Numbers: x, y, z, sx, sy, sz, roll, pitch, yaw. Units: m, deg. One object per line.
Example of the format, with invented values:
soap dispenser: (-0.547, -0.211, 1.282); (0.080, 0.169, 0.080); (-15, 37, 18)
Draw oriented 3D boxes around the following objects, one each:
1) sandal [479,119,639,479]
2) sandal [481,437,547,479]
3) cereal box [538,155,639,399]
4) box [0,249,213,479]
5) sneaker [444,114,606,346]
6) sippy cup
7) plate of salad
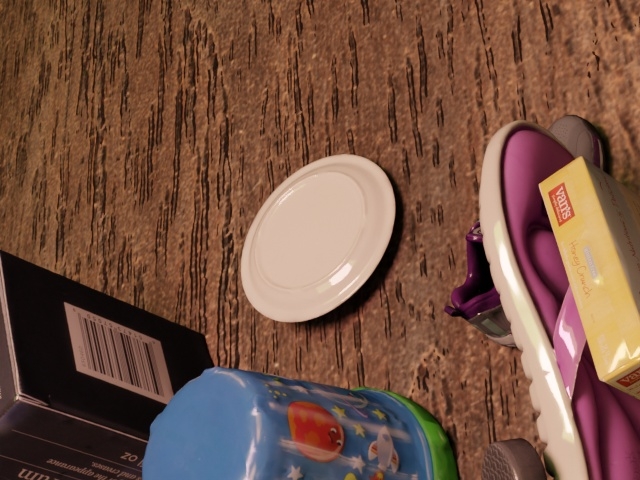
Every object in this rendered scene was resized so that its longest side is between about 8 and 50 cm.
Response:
sandal: (0.236, 0.086, 1.131); (0.102, 0.169, 0.416); (-28, 63, 39)
sandal: (0.154, 0.270, 1.123); (0.097, 0.054, 0.254); (-118, 29, -53)
cereal box: (0.263, 0.056, 1.047); (0.047, 0.240, 0.173); (-36, 47, 29)
box: (-0.337, 0.248, 1.557); (0.395, 0.293, 0.212); (-44, 43, 23)
sneaker: (0.185, -0.019, 1.285); (0.083, 0.098, 0.224); (10, 77, 49)
sippy cup: (-0.033, 0.222, 1.295); (0.305, 0.224, 0.240); (-24, 53, 39)
plate of salad: (0.000, 0.000, 1.517); (0.200, 0.048, 0.200); (-21, 51, 28)
